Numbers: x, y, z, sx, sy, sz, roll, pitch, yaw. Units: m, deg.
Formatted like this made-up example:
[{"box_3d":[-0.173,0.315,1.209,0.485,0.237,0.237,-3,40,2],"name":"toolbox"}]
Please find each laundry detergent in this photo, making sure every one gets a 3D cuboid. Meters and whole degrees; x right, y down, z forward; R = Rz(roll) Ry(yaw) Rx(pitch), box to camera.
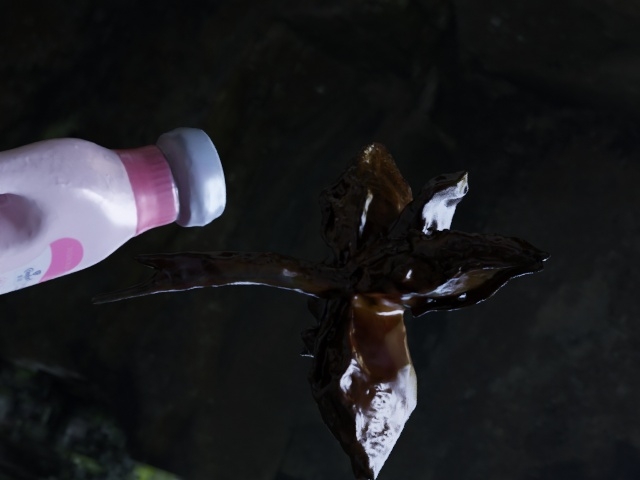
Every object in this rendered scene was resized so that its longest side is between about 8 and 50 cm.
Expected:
[{"box_3d":[-0.237,-0.016,1.082,0.088,0.335,0.159,64,-23,24],"name":"laundry detergent"}]

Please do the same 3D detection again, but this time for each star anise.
[{"box_3d":[-0.003,0.010,0.657,0.140,0.144,0.158,-56,-146,14],"name":"star anise"}]
